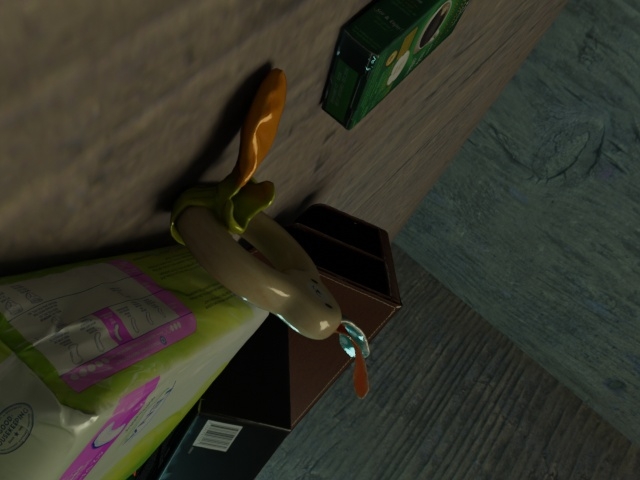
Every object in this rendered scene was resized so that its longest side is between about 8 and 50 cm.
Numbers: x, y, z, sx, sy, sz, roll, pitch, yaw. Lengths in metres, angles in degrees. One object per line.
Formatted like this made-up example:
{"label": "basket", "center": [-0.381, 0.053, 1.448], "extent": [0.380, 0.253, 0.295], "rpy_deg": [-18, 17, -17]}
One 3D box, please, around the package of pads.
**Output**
{"label": "package of pads", "center": [-0.169, 0.114, 0.428], "extent": [0.229, 0.101, 0.296], "rpy_deg": [-50, 173, 11]}

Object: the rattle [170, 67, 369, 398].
{"label": "rattle", "center": [0.000, 0.000, 0.454], "extent": [0.143, 0.199, 0.130], "rpy_deg": [-49, 172, -1]}

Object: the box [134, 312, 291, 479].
{"label": "box", "center": [-0.131, 0.203, 0.702], "extent": [0.261, 0.103, 0.184], "rpy_deg": [-58, -155, 33]}

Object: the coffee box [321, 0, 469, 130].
{"label": "coffee box", "center": [0.079, -0.194, 0.565], "extent": [0.184, 0.040, 0.113], "rpy_deg": [-46, 172, -23]}

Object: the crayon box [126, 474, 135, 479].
{"label": "crayon box", "center": [-0.425, 0.546, 1.094], "extent": [0.278, 0.081, 0.165], "rpy_deg": [-55, 170, 35]}

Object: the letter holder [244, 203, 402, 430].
{"label": "letter holder", "center": [-0.068, 0.098, 0.832], "extent": [0.302, 0.214, 0.152], "rpy_deg": [-55, -158, 32]}

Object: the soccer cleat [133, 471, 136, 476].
{"label": "soccer cleat", "center": [-0.372, 0.498, 1.250], "extent": [0.196, 0.068, 0.076], "rpy_deg": [-45, 179, 22]}
